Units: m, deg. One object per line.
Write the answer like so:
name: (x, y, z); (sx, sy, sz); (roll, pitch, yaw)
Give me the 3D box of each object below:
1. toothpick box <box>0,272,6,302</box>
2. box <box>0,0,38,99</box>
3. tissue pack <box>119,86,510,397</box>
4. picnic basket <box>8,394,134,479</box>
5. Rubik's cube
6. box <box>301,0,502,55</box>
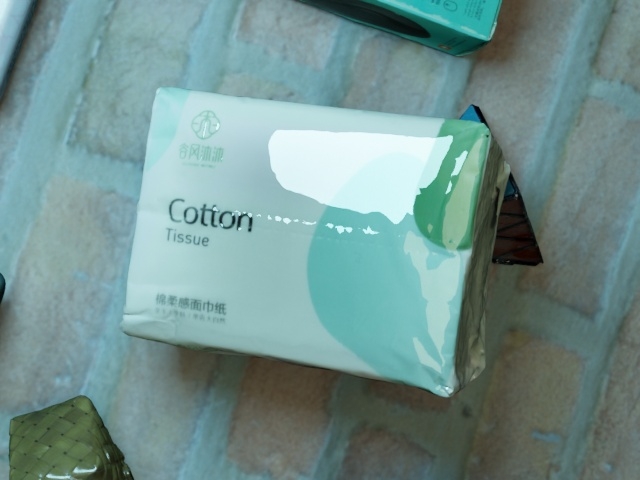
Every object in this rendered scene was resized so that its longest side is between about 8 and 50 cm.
toothpick box: (-0.429, 0.054, 1.242); (0.184, 0.120, 0.120); (25, 83, -8)
box: (-0.364, -0.347, 1.271); (0.190, 0.112, 0.369); (19, 85, -12)
tissue pack: (-0.001, 0.000, 1.236); (0.356, 0.194, 0.266); (8, 89, 15)
picnic basket: (-0.257, 0.272, 1.272); (0.128, 0.138, 0.178); (-12, 124, -7)
Rubik's cube: (0.196, -0.068, 1.423); (0.190, 0.211, 0.178); (26, 59, -42)
box: (0.064, -0.354, 1.361); (0.311, 0.118, 0.205); (17, 83, -12)
